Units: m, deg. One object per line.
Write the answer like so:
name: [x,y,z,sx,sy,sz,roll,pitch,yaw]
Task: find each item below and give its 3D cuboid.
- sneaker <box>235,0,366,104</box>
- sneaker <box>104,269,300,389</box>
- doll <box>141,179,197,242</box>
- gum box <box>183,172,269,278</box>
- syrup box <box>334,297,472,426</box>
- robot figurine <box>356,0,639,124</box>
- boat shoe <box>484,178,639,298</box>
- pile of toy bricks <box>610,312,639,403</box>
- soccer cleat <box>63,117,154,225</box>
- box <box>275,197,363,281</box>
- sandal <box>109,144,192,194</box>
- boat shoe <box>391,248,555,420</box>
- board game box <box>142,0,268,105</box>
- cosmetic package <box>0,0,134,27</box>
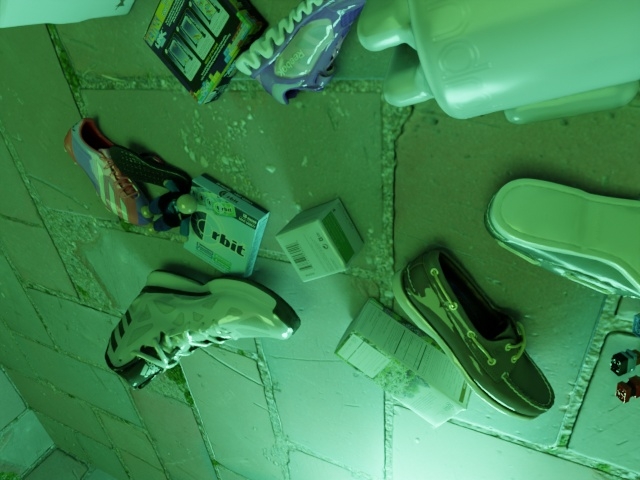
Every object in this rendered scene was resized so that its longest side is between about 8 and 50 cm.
sneaker: [-0.006,-0.261,0.559,0.236,0.095,0.105,-19,116,42]
sneaker: [-0.266,0.214,0.878,0.447,0.258,0.169,2,139,32]
doll: [-0.297,-0.056,0.837,0.189,0.046,0.129,-13,97,47]
gum box: [-0.198,-0.020,0.849,0.157,0.041,0.184,31,130,9]
syrup box: [0.155,0.225,0.775,0.236,0.096,0.093,34,132,5]
robot figurine: [0.214,-0.232,0.375,0.353,0.200,0.300,-6,144,32]
boat shoe: [0.368,0.009,0.537,0.319,0.116,0.099,21,171,8]
pile of toy bricks: [0.484,0.165,0.557,0.105,0.118,0.212,-20,121,-4]
soccer cleat: [-0.440,-0.141,0.885,0.095,0.083,0.248,-33,98,35]
box: [0.000,0.000,0.721,0.102,0.087,0.101,-19,109,36]
sandal: [-0.343,-0.147,0.856,0.179,0.040,0.067,22,135,-3]
boat shoe: [0.258,0.149,0.659,0.324,0.116,0.097,47,134,2]
board game box: [-0.181,-0.320,0.640,0.141,0.048,0.170,50,130,-6]
cosmetic package: [-0.465,-0.530,0.544,0.161,0.230,0.453,-32,102,39]
